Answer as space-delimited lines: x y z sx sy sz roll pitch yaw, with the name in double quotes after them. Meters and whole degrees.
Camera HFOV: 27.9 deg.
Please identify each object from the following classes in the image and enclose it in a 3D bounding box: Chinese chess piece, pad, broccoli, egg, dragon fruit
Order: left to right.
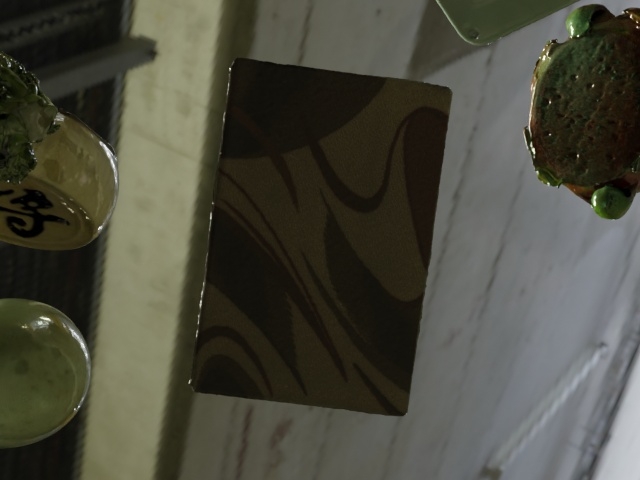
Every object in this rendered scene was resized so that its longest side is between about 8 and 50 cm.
-0.480 0.196 1.870 0.296 0.218 0.218 -7 -56 -29 "egg"
-0.359 -0.138 1.418 0.162 0.138 0.145 10 -91 -60 "broccoli"
-0.389 -0.086 1.669 0.257 0.257 0.104 70 -149 -59 "Chinese chess piece"
0.000 0.000 1.245 0.004 0.220 0.330 -129 46 -83 "pad"
0.391 -0.171 1.725 0.130 0.268 0.295 7 -97 -54 "dragon fruit"

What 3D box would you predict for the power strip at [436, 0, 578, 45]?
0.202 -0.372 1.481 0.261 0.229 0.141 54 -142 -19 "power strip"
